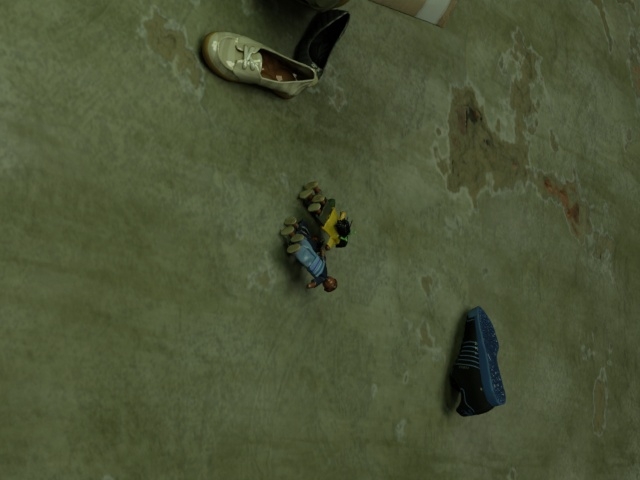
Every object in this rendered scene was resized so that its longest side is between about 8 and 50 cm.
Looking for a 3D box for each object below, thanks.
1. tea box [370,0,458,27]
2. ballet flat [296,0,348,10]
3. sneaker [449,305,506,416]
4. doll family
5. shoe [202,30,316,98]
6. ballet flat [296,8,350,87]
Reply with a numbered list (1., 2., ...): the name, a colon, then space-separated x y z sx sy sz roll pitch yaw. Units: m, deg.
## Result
1. tea box: 0.098 -0.552 1.643 0.220 0.323 0.329 5 119 -50
2. ballet flat: -0.025 -0.411 1.759 0.232 0.080 0.073 10 44 -43
3. sneaker: 0.286 0.227 2.044 0.081 0.090 0.232 46 29 -34
4. doll family: 0.000 0.000 1.731 0.111 0.076 0.193 56 50 -35
5. shoe: -0.092 -0.276 1.670 0.219 0.058 0.077 14 73 -49
6. ballet flat: 0.002 -0.326 1.802 0.057 0.049 0.173 46 51 -35
